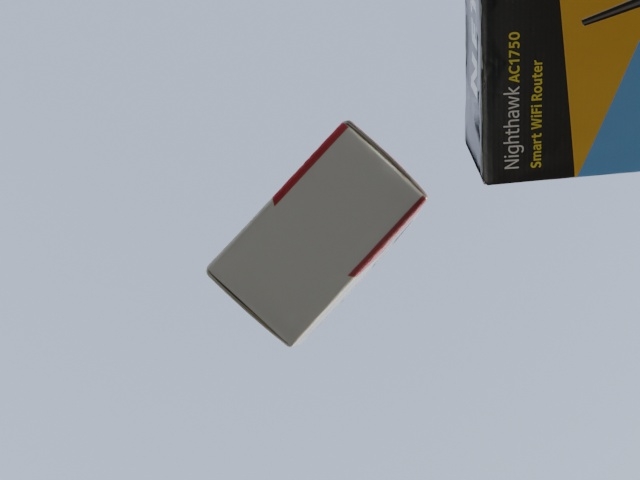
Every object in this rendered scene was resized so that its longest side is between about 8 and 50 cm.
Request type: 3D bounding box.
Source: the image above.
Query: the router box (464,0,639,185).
[{"bbox_3d":[0.123,-0.115,0.696,0.133,0.046,0.178,-6,-64,-4],"label":"router box"}]

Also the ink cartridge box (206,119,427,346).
[{"bbox_3d":[0.000,0.000,1.159,0.072,0.175,0.127,42,-91,3],"label":"ink cartridge box"}]
